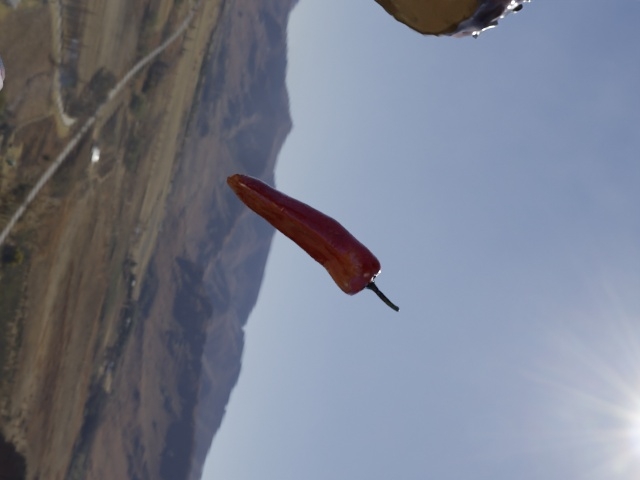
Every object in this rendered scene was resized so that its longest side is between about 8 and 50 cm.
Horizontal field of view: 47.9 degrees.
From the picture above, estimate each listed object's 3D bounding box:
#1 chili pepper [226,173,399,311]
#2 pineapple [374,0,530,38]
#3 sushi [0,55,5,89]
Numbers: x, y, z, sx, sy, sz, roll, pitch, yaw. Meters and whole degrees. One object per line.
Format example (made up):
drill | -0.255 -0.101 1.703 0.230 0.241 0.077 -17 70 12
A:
chili pepper | 0.000 0.000 0.879 0.063 0.272 0.071 -51 -170 -3
pineapple | 0.158 -0.275 0.552 0.310 0.141 0.170 -47 140 -26
sushi | -0.227 -0.069 0.245 0.136 0.126 0.225 -41 -176 19
